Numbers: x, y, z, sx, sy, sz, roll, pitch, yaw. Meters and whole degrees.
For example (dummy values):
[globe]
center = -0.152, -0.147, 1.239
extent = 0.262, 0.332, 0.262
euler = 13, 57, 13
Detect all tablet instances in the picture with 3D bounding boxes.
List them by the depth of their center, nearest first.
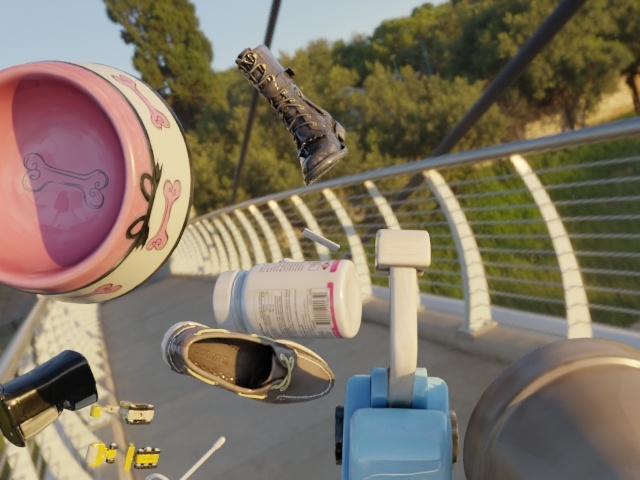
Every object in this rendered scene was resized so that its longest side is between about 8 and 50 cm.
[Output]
[tablet]
center = 0.000, 0.000, 1.460
extent = 0.006, 0.083, 0.054
euler = -62, 2, -14

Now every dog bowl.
[dog bowl]
center = -0.419, -0.095, 1.084
extent = 0.408, 0.408, 0.150
euler = -18, -3, 10

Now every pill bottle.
[pill bottle]
center = -0.067, 0.124, 1.418
extent = 0.283, 0.160, 0.160
euler = -3, 15, 18

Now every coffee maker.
[coffee maker]
center = -0.541, 0.287, 1.337
extent = 0.120, 0.171, 0.178
euler = 26, 38, 30

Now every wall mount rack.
[wall mount rack]
center = -0.313, 0.736, 1.898
extent = 0.304, 0.350, 0.130
euler = -50, -12, 24

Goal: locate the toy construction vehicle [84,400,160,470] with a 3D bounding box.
[toy construction vehicle]
center = -0.251, 0.248, 0.872
extent = 0.098, 0.086, 0.035
euler = 9, 2, -38

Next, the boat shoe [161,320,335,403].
[boat shoe]
center = -0.106, 0.217, 1.168
extent = 0.324, 0.117, 0.096
euler = 22, -9, -27

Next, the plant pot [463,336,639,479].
[plant pot]
center = 0.371, 0.319, 0.830
extent = 0.323, 0.323, 0.280
euler = -21, 16, -1

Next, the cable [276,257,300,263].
[cable]
center = -0.012, 0.139, 1.768
extent = 0.257, 0.089, 0.257
euler = 33, 3, 39

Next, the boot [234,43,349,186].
[boot]
center = -0.059, -0.219, 1.136
extent = 0.091, 0.229, 0.263
euler = -38, 18, 17

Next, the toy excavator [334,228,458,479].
[toy excavator]
center = 0.130, 0.260, 1.102
extent = 0.222, 0.433, 0.445
euler = 2, -33, 2
